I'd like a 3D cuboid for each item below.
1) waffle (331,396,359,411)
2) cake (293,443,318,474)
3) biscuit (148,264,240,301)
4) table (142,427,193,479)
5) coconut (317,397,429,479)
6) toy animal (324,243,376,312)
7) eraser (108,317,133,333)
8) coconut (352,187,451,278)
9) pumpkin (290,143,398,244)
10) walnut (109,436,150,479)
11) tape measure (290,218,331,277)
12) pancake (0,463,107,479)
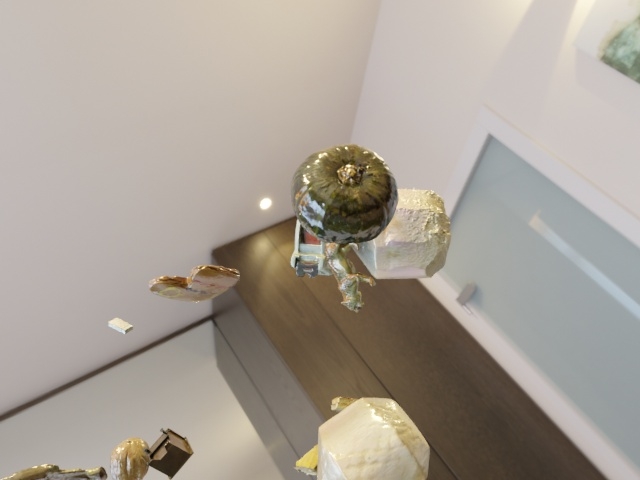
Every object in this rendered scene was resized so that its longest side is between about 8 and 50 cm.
[{"bbox_3d":[0.095,0.585,1.795,0.102,0.042,0.148,10,-22,-4],"label":"waffle"},{"bbox_3d":[-0.021,0.704,1.562,0.185,0.079,0.116,-47,10,26],"label":"cake"},{"bbox_3d":[-0.461,0.161,1.860,0.277,0.052,0.262,-28,-32,30],"label":"biscuit"},{"bbox_3d":[-0.376,0.517,1.242,0.083,0.070,0.082,-48,-57,-10],"label":"table"},{"bbox_3d":[0.121,0.585,1.338,0.328,0.329,0.329,-30,-31,-20],"label":"coconut"},{"bbox_3d":[0.059,0.064,1.217,0.099,0.241,0.056,-17,11,44],"label":"toy animal"},{"bbox_3d":[-0.686,0.293,1.742,0.038,0.083,0.019,-30,-48,-53],"label":"eraser"},{"bbox_3d":[0.245,-0.021,1.631,0.309,0.298,0.297,-1,-36,-1],"label":"coconut"},{"bbox_3d":[0.048,-0.091,1.022,0.223,0.224,0.157,-24,-27,-28],"label":"pumpkin"},{"bbox_3d":[-0.486,0.570,1.299,0.105,0.105,0.125,-6,-86,-46],"label":"walnut"},{"bbox_3d":[0.000,0.001,1.563,0.243,0.125,0.246,38,-121,-78],"label":"tape measure"},{"bbox_3d":[-0.550,0.501,1.018,0.235,0.029,0.212,21,-56,-45],"label":"pancake"}]
